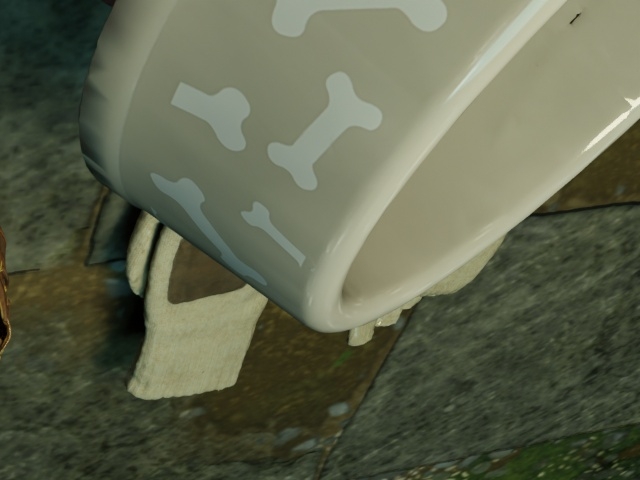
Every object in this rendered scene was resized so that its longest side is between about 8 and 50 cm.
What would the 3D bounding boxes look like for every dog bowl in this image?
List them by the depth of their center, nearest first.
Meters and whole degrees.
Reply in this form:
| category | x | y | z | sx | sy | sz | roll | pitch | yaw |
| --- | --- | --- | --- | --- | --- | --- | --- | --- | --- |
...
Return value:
| category | x | y | z | sx | sy | sz | roll | pitch | yaw |
| --- | --- | --- | --- | --- | --- | --- | --- | --- | --- |
| dog bowl | 0.080 | -0.103 | 0.604 | 0.349 | 0.102 | 0.349 | -40 | 169 | -10 |

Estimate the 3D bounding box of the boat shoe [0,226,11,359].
| category | x | y | z | sx | sy | sz | roll | pitch | yaw |
| --- | --- | --- | --- | --- | --- | --- | --- | --- | --- |
| boat shoe | -0.194 | 0.044 | 0.869 | 0.064 | 0.060 | 0.178 | -10 | 146 | -22 |

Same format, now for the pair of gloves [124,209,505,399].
| category | x | y | z | sx | sy | sz | roll | pitch | yaw |
| --- | --- | --- | --- | --- | --- | --- | --- | --- | --- |
| pair of gloves | 0.000 | 0.000 | 0.957 | 0.240 | 0.042 | 0.204 | -14 | 144 | -21 |

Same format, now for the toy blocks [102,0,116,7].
| category | x | y | z | sx | sy | sz | roll | pitch | yaw |
| --- | --- | --- | --- | --- | --- | --- | --- | --- | --- |
| toy blocks | -0.162 | -0.084 | 0.506 | 0.288 | 0.260 | 0.309 | -26 | 149 | 1 |
